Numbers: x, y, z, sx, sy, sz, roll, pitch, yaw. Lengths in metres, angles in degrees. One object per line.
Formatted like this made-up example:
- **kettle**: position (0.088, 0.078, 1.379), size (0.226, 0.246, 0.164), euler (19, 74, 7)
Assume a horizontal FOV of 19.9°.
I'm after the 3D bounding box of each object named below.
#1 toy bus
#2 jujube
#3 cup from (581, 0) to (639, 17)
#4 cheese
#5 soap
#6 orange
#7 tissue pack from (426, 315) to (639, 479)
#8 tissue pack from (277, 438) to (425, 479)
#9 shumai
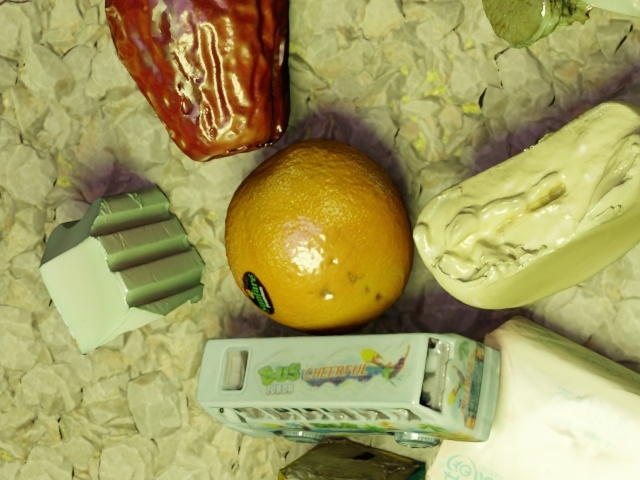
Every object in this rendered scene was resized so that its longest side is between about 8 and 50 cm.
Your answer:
- **toy bus**: position (0.019, 0.148, 1.862), size (0.330, 0.136, 0.109), euler (-5, 72, 41)
- **jujube**: position (-0.125, -0.228, 1.891), size (0.197, 0.197, 0.290), euler (-14, 93, 19)
- **cup**: position (0.294, -0.336, 1.723), size (0.258, 0.186, 0.234), euler (3, 108, -22)
- **cheese**: position (0.228, -0.031, 1.786), size (0.266, 0.233, 0.127), euler (-33, 75, 16)
- **soap**: position (-0.212, 0.030, 1.929), size (0.091, 0.230, 0.145), euler (-31, 86, 19)
- **orange**: position (0.000, 0.000, 1.880), size (0.206, 0.206, 0.206), euler (2, 97, 18)
- **tissue pack**: position (0.267, 0.221, 1.850), size (0.271, 0.124, 0.201), euler (26, 99, 17)
- **tissue pack**: position (0.016, 0.363, 1.916), size (0.134, 0.192, 0.270), euler (11, 99, 15)
- **shumai**: position (0.225, -0.249, 1.838), size (0.124, 0.087, 0.099), euler (-132, 42, -52)
